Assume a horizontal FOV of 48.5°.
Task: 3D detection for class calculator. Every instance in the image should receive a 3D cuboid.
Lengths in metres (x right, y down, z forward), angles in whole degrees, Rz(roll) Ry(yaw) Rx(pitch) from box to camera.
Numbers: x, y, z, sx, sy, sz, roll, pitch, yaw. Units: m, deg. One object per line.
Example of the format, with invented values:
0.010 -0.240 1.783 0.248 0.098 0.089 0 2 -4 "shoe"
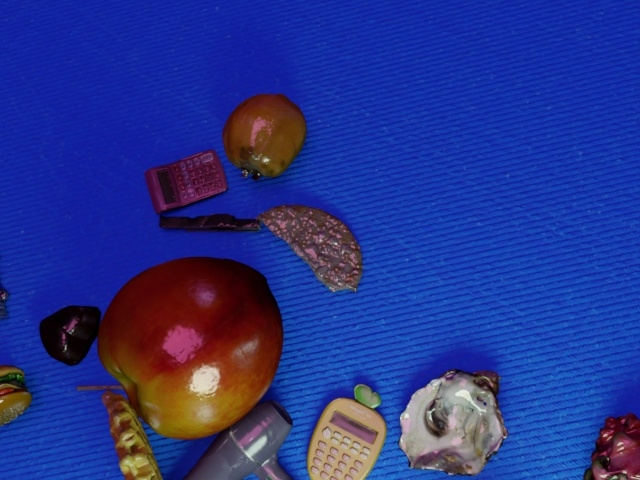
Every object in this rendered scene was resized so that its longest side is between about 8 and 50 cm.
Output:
-0.329 -0.144 1.749 0.190 0.034 0.127 -19 69 -4 "calculator"
0.058 0.418 1.499 0.146 0.032 0.235 24 78 15 "calculator"

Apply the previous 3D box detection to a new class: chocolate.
-0.588 0.202 1.642 0.125 0.080 0.149 25 78 15 "chocolate"

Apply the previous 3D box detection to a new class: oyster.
0.269 0.372 1.458 0.222 0.083 0.214 -5 67 12 "oyster"

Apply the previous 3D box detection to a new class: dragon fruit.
0.591 0.470 1.330 0.198 0.218 0.273 15 74 60 "dragon fruit"

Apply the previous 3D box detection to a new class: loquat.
-0.132 -0.246 1.686 0.187 0.176 0.234 16 70 30 "loquat"

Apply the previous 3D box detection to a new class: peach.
-0.247 0.202 1.449 0.388 0.388 0.388 -3 71 7 "peach"

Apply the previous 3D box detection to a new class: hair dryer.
-0.112 0.543 1.453 0.301 0.121 0.361 -43 76 2 "hair dryer"

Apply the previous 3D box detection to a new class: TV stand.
-0.262 -0.043 1.698 0.249 0.042 0.036 0 74 9 "TV stand"

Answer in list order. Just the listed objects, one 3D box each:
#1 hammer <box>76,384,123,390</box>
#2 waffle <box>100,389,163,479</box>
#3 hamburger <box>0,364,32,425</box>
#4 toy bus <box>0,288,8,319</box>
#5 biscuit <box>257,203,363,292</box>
-0.463 0.322 1.612 0.195 0.028 0.060 -2 66 9 "hammer"
-0.366 0.445 1.435 0.065 0.283 0.310 -19 84 -15 "waffle"
-0.723 0.347 1.572 0.162 0.162 0.115 -31 72 -3 "hamburger"
-0.830 0.092 1.721 0.094 0.079 0.237 -29 69 15 "toy bus"
0.000 0.001 1.641 0.290 0.038 0.141 43 72 14 "biscuit"
